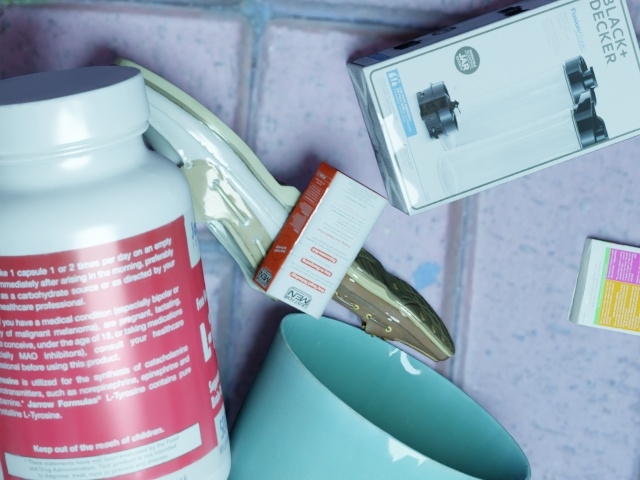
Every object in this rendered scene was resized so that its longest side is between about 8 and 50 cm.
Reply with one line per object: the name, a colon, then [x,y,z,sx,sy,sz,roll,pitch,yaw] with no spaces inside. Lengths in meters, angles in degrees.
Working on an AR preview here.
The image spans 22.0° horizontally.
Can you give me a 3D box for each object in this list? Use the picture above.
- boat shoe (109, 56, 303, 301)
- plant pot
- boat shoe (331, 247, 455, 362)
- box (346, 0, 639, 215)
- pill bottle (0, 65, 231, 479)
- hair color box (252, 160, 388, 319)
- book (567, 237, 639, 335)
boat shoe: [-0.114,-0.058,1.672,0.302,0.113,0.103,41,84,-14]
plant pot: [0.028,0.252,1.666,0.293,0.293,0.235,28,103,-13]
boat shoe: [0.070,0.074,1.754,0.178,0.064,0.060,40,112,-22]
box: [0.192,-0.154,1.729,0.290,0.087,0.169,-19,101,-8]
pill bottle: [-0.221,0.052,1.540,0.229,0.229,0.408,-10,106,-9]
hair color box: [0.000,0.000,1.654,0.072,0.043,0.141,29,94,-29]
book: [0.354,0.056,1.819,0.144,0.035,0.096,11,93,-12]
